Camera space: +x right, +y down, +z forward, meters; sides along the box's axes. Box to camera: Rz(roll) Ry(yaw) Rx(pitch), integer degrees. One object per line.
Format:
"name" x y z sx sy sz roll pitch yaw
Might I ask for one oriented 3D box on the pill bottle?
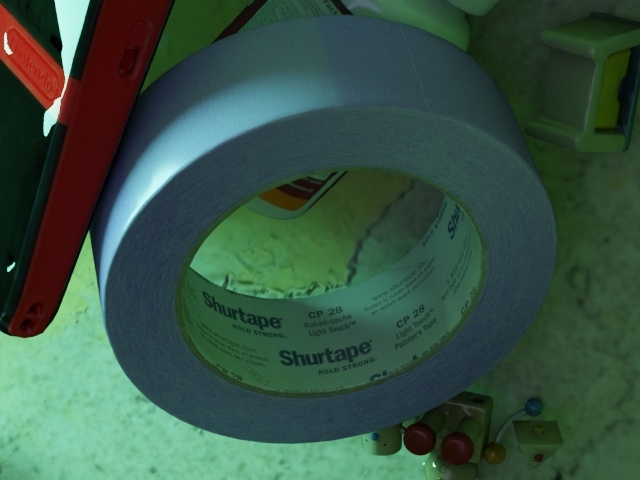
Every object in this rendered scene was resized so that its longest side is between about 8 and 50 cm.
"pill bottle" 0.015 -0.125 1.153 0.121 0.121 0.221 48 114 5

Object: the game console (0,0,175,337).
"game console" -0.209 -0.175 1.165 0.386 0.060 0.342 45 124 45

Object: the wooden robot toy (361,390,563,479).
"wooden robot toy" 0.076 0.141 1.222 0.173 0.076 0.079 12 117 19

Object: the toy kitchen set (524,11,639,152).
"toy kitchen set" 0.246 -0.116 1.088 0.207 0.122 0.166 20 110 37

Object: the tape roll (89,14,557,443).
"tape roll" 0.000 0.000 1.117 0.274 0.090 0.275 -7 133 -7
